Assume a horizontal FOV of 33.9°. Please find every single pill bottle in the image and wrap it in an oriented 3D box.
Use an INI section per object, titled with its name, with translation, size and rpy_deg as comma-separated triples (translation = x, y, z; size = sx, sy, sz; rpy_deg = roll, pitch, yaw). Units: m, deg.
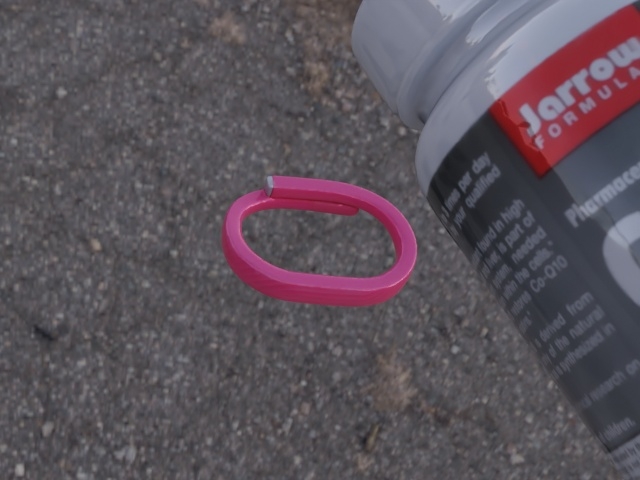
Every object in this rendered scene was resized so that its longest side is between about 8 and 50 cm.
[pill bottle]
translation = 0.144, -0.019, 0.468
size = 0.161, 0.161, 0.283
rpy_deg = -23, 70, -32

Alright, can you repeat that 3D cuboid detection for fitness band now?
[fitness band]
translation = 0.000, 0.000, 1.535
size = 0.290, 0.054, 0.209
rpy_deg = 5, 48, -15
